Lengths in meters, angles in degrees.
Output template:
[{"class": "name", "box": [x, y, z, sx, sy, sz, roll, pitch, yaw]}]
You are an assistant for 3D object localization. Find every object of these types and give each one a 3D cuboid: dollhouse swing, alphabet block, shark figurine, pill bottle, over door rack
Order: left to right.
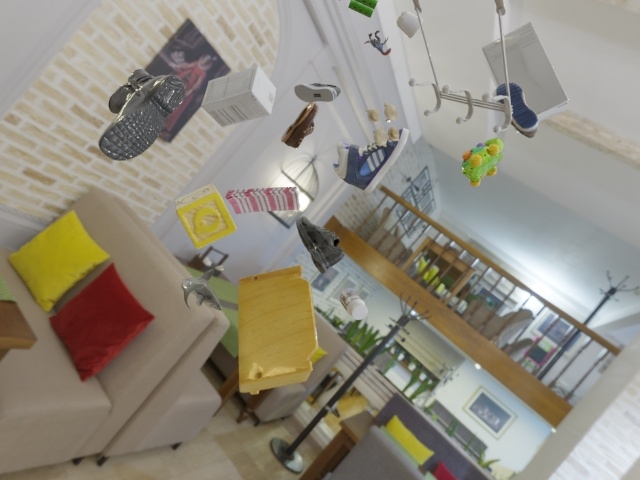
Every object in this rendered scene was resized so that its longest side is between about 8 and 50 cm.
[{"class": "shark figurine", "box": [-0.400, 0.142, 1.371, 0.166, 0.116, 0.278, 45, -8, 13]}, {"class": "alphabet block", "box": [-0.493, -0.108, 1.762, 0.197, 0.193, 0.193, 39, -25, 62]}, {"class": "dollhouse swing", "box": [-0.141, 0.328, 1.399, 0.305, 0.316, 0.346, 66, 13, -56]}, {"class": "pill bottle", "box": [0.132, 0.254, 1.643, 0.078, 0.078, 0.137, 41, 4, -26]}, {"class": "over door rack", "box": [0.319, -0.415, 0.962, 0.240, 0.108, 0.324, 34, -25, 43]}]

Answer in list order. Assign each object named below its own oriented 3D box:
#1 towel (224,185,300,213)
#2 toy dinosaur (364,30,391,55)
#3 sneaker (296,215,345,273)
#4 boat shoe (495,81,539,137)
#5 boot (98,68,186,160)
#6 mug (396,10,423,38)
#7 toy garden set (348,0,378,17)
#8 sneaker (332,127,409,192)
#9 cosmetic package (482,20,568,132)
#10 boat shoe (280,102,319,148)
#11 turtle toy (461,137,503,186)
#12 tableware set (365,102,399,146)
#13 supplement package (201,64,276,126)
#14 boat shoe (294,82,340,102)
[{"class": "towel", "box": [-0.156, -0.108, 1.160, 0.144, 0.197, 0.029, 84, 3, -75]}, {"class": "toy dinosaur", "box": [0.171, -0.563, 1.190, 0.090, 0.047, 0.082, 152, -82, -77]}, {"class": "sneaker", "box": [0.000, 0.000, 1.563, 0.286, 0.130, 0.109, 58, -6, 40]}, {"class": "boat shoe", "box": [0.510, -0.338, 1.082, 0.066, 0.066, 0.183, 44, 32, -51]}, {"class": "boot", "box": [-0.587, -0.389, 1.275, 0.223, 0.338, 0.118, 19, -29, 31]}, {"class": "mug", "box": [0.263, -0.657, 1.250, 0.064, 0.062, 0.078, 29, 5, -14]}, {"class": "toy garden set", "box": [0.148, -1.032, 1.676, 0.204, 0.049, 0.244, 21, -2, -7]}, {"class": "sneaker", "box": [0.191, -0.378, 1.733, 0.236, 0.322, 0.130, 31, 25, -6]}, {"class": "cosmetic package", "box": [0.871, -0.692, 1.771, 0.156, 0.217, 0.384, -1, 72, -64]}, {"class": "boat shoe", "box": [-0.058, -0.395, 1.425, 0.073, 0.073, 0.207, 27, -36, -21]}, {"class": "turtle toy", "box": [0.388, -0.197, 0.986, 0.066, 0.130, 0.095, 52, -9, 38]}, {"class": "tableware set", "box": [0.248, -0.445, 1.591, 0.020, 0.141, 0.168, -5, -82, 61]}, {"class": "supplement package", "box": [-0.319, -0.562, 1.621, 0.244, 0.138, 0.134, -4, -26, 27]}, {"class": "boat shoe", "box": [-0.008, -0.404, 1.123, 0.142, 0.040, 0.049, 21, -42, 33]}]
